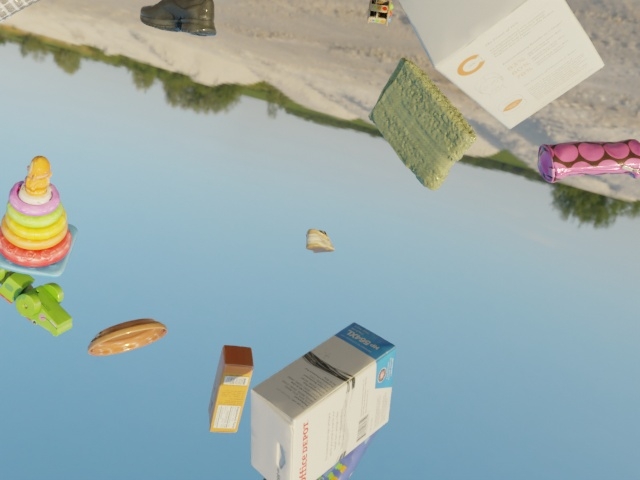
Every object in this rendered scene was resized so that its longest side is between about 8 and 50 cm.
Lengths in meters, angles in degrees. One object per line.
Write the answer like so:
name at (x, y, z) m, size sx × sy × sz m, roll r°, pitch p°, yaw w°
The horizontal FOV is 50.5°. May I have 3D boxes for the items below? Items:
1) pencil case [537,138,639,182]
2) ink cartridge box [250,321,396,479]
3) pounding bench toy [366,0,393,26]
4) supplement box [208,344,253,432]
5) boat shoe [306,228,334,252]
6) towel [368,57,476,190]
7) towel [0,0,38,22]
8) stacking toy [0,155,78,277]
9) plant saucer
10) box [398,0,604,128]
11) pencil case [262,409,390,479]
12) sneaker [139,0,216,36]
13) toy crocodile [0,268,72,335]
pencil case at (0.572, -0.166, 1.431) m, size 0.209 × 0.095 × 0.098 m, roll -4°, pitch -133°, yaw 2°
ink cartridge box at (0.005, 0.226, 0.925) m, size 0.086 × 0.148 × 0.203 m, roll 29°, pitch -141°, yaw 36°
pounding bench toy at (0.163, -0.632, 1.834) m, size 0.065 × 0.083 × 0.052 m, roll 8°, pitch 161°, yaw 2°
supplement box at (-0.229, 0.377, 1.713) m, size 0.080 × 0.233 × 0.078 m, roll 9°, pitch -149°, yaw -17°
boat shoe at (0.000, 0.000, 1.849) m, size 0.063 × 0.059 × 0.170 m, roll -7°, pitch 172°, yaw 11°
towel at (0.125, -0.147, 0.854) m, size 0.027 × 0.110 × 0.148 m, roll -19°, pitch -116°, yaw -38°
towel at (-0.598, -0.516, 1.167) m, size 0.284 × 0.235 × 0.121 m, roll 58°, pitch 180°, yaw -40°
stacking toy at (-0.633, -0.071, 1.510) m, size 0.165 × 0.302 × 0.175 m, roll 13°, pitch -135°, yaw -12°
plant saucer at (-0.487, 0.240, 1.708) m, size 0.200 × 0.037 × 0.200 m, roll -18°, pitch 164°, yaw -5°
box at (0.330, -0.369, 1.209) m, size 0.345 × 0.215 × 0.168 m, roll 15°, pitch -134°, yaw -54°
pencil case at (0.006, 0.419, 1.337) m, size 0.133 × 0.306 × 0.119 m, roll 40°, pitch 161°, yaw -3°
sneaker at (-0.396, -0.651, 1.911) m, size 0.286 × 0.130 × 0.109 m, roll 17°, pitch -162°, yaw 31°
toy crocodile at (-0.798, 0.126, 1.795) m, size 0.340 × 0.105 × 0.115 m, roll 43°, pitch -157°, yaw -1°
